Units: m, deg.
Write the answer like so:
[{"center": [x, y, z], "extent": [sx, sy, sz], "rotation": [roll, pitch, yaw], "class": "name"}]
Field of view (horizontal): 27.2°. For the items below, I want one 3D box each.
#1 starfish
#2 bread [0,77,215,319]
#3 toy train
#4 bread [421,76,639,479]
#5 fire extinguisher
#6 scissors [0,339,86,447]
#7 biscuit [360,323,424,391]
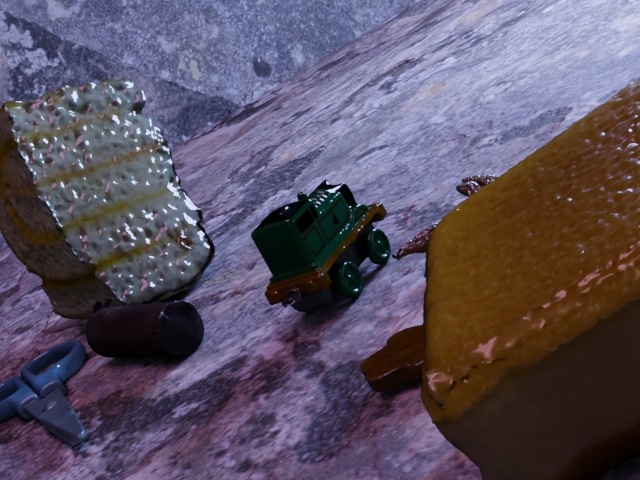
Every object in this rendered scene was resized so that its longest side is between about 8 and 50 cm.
[{"center": [0.196, -0.025, 1.485], "extent": [0.227, 0.043, 0.240], "rotation": [-35, 19, -12], "class": "starfish"}, {"center": [-0.352, -0.029, 2.070], "extent": [0.239, 0.395, 0.264], "rotation": [-18, -18, -33], "class": "bread"}, {"center": [0.000, 0.000, 1.588], "extent": [0.091, 0.136, 0.227], "rotation": [-18, 22, 37], "class": "toy train"}, {"center": [0.232, 0.011, 0.998], "extent": [0.333, 0.143, 0.323], "rotation": [-35, 18, 22], "class": "bread"}, {"center": [-0.250, 0.114, 1.784], "extent": [0.268, 0.072, 0.089], "rotation": [-8, 62, 54], "class": "fire extinguisher"}, {"center": [-0.364, 0.217, 1.756], "extent": [0.193, 0.029, 0.447], "rotation": [-35, 15, -16], "class": "scissors"}, {"center": [0.121, 0.093, 1.272], "extent": [0.175, 0.026, 0.124], "rotation": [-30, 14, -1], "class": "biscuit"}]
